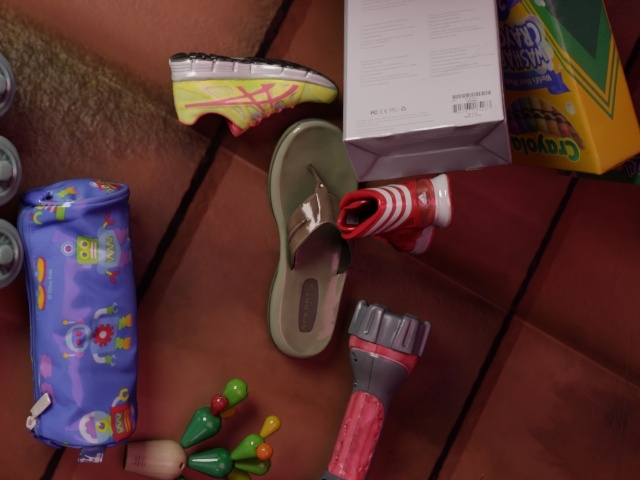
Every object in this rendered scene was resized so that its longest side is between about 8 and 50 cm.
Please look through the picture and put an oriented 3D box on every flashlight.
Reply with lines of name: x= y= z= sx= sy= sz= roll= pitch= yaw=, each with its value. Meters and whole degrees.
flashlight: x=0.051 y=0.233 z=1.385 sx=0.103 sy=0.103 sz=0.304 roll=19 pitch=88 yaw=-27

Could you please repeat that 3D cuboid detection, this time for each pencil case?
pencil case: x=-0.271 y=0.085 z=1.203 sx=0.133 sy=0.119 sz=0.306 roll=-8 pitch=101 yaw=-47

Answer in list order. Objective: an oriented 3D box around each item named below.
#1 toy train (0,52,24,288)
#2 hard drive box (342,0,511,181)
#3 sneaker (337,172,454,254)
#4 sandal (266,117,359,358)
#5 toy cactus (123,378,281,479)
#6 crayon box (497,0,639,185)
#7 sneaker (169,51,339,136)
toy train: x=-0.405 y=-0.065 z=1.080 sx=0.190 sy=0.142 sz=0.333 roll=-13 pitch=105 yaw=-58
hard drive box: x=0.122 y=-0.195 z=1.257 sx=0.089 sy=0.181 sz=0.232 roll=65 pitch=23 yaw=-56
sneaker: x=0.076 y=-0.032 z=1.317 sx=0.128 sy=0.221 sz=0.087 roll=-3 pitch=74 yaw=-9
sandal: x=0.001 y=0.001 z=1.337 sx=0.120 sy=0.086 sz=0.302 roll=-2 pitch=98 yaw=-25
toy cactus: x=-0.146 y=0.276 z=1.311 sx=0.181 sy=0.112 sz=0.218 roll=8 pitch=103 yaw=-16
crayon box: x=0.291 y=-0.205 z=1.378 sx=0.083 sy=0.203 sz=0.322 roll=-28 pitch=108 yaw=-19
sneaker: x=-0.080 y=-0.169 z=1.288 sx=0.209 sy=0.081 sz=0.094 roll=1 pitch=104 yaw=-19
